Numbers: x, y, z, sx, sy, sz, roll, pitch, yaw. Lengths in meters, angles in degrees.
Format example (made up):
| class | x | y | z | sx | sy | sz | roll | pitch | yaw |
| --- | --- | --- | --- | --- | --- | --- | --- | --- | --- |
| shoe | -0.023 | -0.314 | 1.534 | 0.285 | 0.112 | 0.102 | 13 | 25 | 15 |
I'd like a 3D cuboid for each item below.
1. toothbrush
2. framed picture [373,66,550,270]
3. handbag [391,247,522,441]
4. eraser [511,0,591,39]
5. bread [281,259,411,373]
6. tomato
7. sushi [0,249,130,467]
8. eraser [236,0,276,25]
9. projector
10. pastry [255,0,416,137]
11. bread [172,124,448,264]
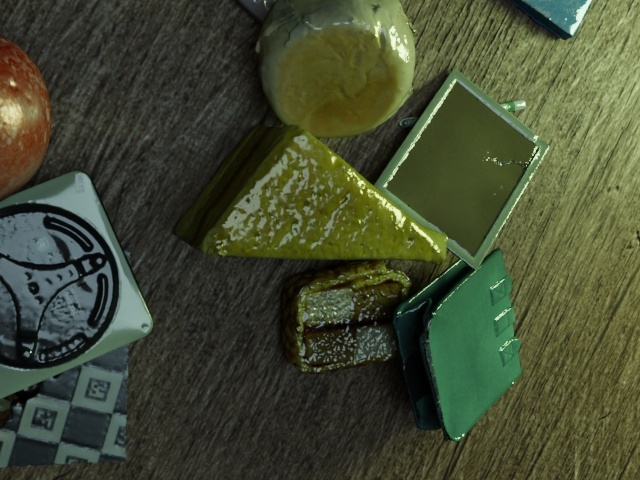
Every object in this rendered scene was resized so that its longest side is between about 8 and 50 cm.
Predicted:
| class | x | y | z | sx | sy | sz | roll | pitch | yaw |
| --- | --- | --- | --- | --- | --- | --- | --- | --- | --- |
| toothbrush | 0.258 | -0.227 | 1.456 | 0.257 | 0.024 | 0.018 | -11 | 101 | -20 |
| framed picture | 0.246 | -0.126 | 1.406 | 0.231 | 0.018 | 0.293 | 38 | 68 | -7 |
| handbag | 0.237 | 0.178 | 1.417 | 0.274 | 0.100 | 0.269 | -36 | 120 | -40 |
| eraser | 0.360 | -0.498 | 1.446 | 0.312 | 0.042 | 0.144 | 28 | 87 | -21 |
| bread | 0.041 | 0.125 | 1.379 | 0.222 | 0.096 | 0.181 | -8 | 102 | -19 |
| tomato | -0.482 | -0.147 | 1.059 | 0.270 | 0.270 | 0.227 | -25 | 105 | -16 |
| sushi | -0.448 | 0.167 | 1.228 | 0.320 | 0.069 | 0.339 | 0 | 97 | -12 |
| eraser | 0.006 | -0.382 | 1.321 | 0.204 | 0.059 | 0.243 | -47 | 110 | -9 |
| projector | -0.401 | 0.062 | 1.147 | 0.259 | 0.079 | 0.257 | -23 | 100 | -9 |
| pastry | 0.026 | -0.279 | 1.256 | 0.264 | 0.133 | 0.265 | 0 | 139 | 0 |
| bread | 0.000 | 0.000 | 1.276 | 0.361 | 0.233 | 0.245 | 37 | 84 | -21 |
